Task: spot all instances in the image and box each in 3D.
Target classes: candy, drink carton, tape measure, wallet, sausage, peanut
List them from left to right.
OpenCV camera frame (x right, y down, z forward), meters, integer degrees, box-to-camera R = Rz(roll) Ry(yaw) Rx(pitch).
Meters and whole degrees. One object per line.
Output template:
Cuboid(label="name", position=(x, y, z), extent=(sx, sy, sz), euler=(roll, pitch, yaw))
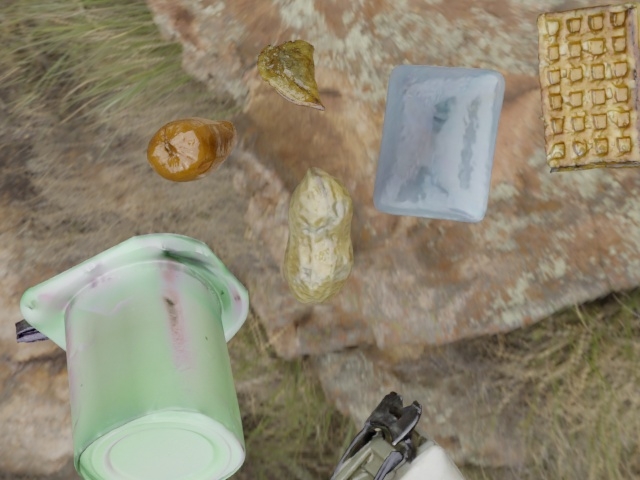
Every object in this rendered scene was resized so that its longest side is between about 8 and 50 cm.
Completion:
Cuboid(label="wallet", position=(-0.419, 0.135, 1.979), extent=(0.165, 0.111, 0.030), euler=(-11, 98, -13))
Cuboid(label="drink carton", position=(-0.117, 0.099, 0.852), extent=(0.144, 0.142, 0.146), euler=(-26, 136, 10))
Cuboid(label="sausage", position=(-0.111, -0.081, 1.063), extent=(0.062, 0.183, 0.054), euler=(-18, 93, 8))
Cuboid(label="peanut", position=(0.000, 0.000, 1.271), extent=(0.080, 0.080, 0.175), euler=(2, 130, 0))
Cuboid(label="tape measure", position=(0.062, 0.321, 1.231), extent=(0.231, 0.133, 0.271), euler=(-37, 117, -9))
Cuboid(label="candy", position=(0.132, -0.111, 1.363), extent=(0.138, 0.071, 0.174), euler=(7, 87, 24))

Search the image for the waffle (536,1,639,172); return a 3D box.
Cuboid(label="waffle", position=(0.250, -0.137, 1.092), extent=(0.102, 0.042, 0.148), euler=(-2, 93, 39))

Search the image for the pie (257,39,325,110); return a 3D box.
Cuboid(label="pie", position=(-0.041, -0.229, 1.616), extent=(0.092, 0.170, 0.034), euler=(12, 126, -12))
